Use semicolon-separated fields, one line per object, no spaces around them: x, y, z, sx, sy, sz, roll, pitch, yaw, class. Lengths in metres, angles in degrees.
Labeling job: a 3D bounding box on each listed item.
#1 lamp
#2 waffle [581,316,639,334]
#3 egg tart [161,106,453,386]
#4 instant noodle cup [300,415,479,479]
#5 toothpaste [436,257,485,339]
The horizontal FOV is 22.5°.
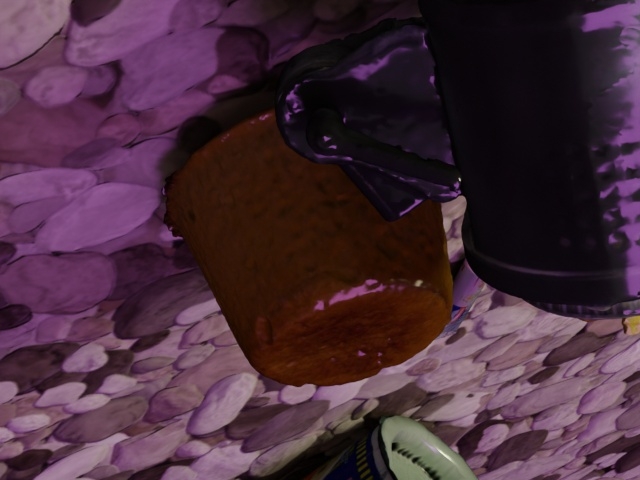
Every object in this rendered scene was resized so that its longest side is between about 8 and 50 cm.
0.185;-0.091;1.016;0.374;0.205;0.272;-29;112;14;lamp
0.239;-0.056;1.214;0.057;0.219;0.229;32;108;-29;waffle
0.000;0.000;1.170;0.215;0.170;0.215;-12;150;-7;egg tart
0.030;0.364;1.769;0.312;0.284;0.284;-44;148;19;instant noodle cup
0.133;0.054;1.529;0.045;0.028;0.170;-20;155;-24;toothpaste
